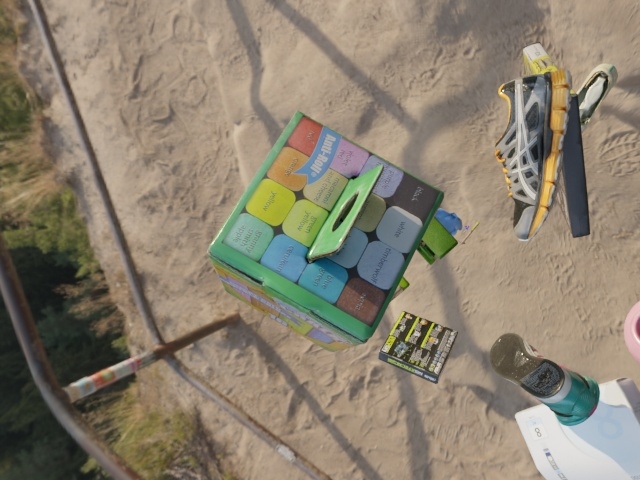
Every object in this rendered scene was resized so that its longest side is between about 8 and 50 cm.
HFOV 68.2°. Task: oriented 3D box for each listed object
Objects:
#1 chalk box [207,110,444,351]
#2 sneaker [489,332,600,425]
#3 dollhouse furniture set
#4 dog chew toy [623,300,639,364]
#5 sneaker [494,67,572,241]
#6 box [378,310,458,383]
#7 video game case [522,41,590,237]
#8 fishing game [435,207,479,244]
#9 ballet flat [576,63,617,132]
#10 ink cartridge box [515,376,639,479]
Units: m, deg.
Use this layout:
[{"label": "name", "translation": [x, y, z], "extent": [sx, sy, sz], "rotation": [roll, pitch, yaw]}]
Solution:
[{"label": "chalk box", "translation": [0.000, 0.000, 0.526], "extent": [0.179, 0.289, 0.180], "rotation": [30, 72, 2]}, {"label": "sneaker", "translation": [0.527, 0.323, 1.094], "extent": [0.178, 0.295, 0.123], "rotation": [36, 94, -9]}, {"label": "dollhouse furniture set", "translation": [0.066, -0.034, 0.865], "extent": [0.197, 0.151, 0.301], "rotation": [-41, 78, 2]}, {"label": "dog chew toy", "translation": [0.889, 0.241, 1.118], "extent": [0.332, 0.206, 0.206], "rotation": [18, 111, -23]}, {"label": "sneaker", "translation": [0.264, -0.105, 0.605], "extent": [0.083, 0.084, 0.214], "rotation": [8, 106, 27]}, {"label": "box", "translation": [0.295, 0.314, 1.416], "extent": [0.184, 0.190, 0.045], "rotation": [17, 131, 24]}, {"label": "video game case", "translation": [0.425, -0.185, 0.852], "extent": [0.035, 0.248, 0.274], "rotation": [-14, 126, 20]}, {"label": "fishing game", "translation": [0.327, -0.052, 1.411], "extent": [0.264, 0.189, 0.041], "rotation": [7, 61, 2]}, {"label": "ballet flat", "translation": [0.668, -0.333, 1.222], "extent": [0.086, 0.086, 0.248], "rotation": [33, 127, 18]}, {"label": "ink cartridge box", "translation": [0.682, 0.561, 1.127], "extent": [0.308, 0.091, 0.384], "rotation": [-47, 48, 45]}]
